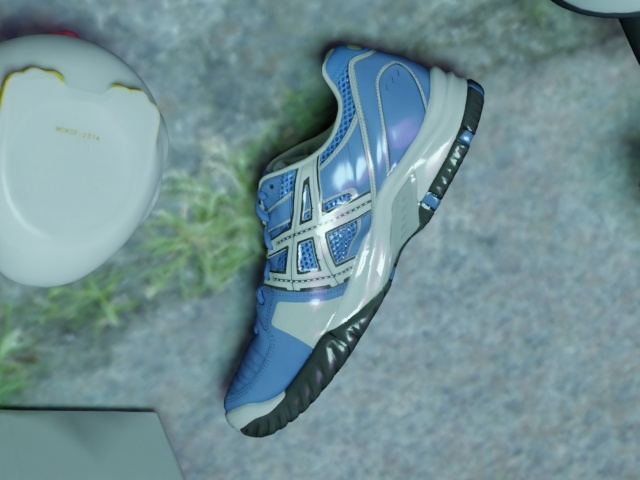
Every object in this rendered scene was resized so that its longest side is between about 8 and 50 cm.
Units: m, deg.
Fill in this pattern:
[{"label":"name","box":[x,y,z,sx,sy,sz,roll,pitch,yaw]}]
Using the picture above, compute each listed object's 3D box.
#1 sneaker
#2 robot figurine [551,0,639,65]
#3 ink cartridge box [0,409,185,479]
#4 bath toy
[{"label":"sneaker","box":[0.000,0.000,0.808,0.081,0.080,0.211,27,100,-4]},{"label":"robot figurine","box":[0.145,-0.211,0.711,0.209,0.173,0.278,-33,117,-11]},{"label":"ink cartridge box","box":[-0.154,0.219,0.780,0.168,0.171,0.232,1,111,-19]},{"label":"bath toy","box":[-0.228,-0.088,0.662,0.348,0.129,0.151,21,84,-25]}]
